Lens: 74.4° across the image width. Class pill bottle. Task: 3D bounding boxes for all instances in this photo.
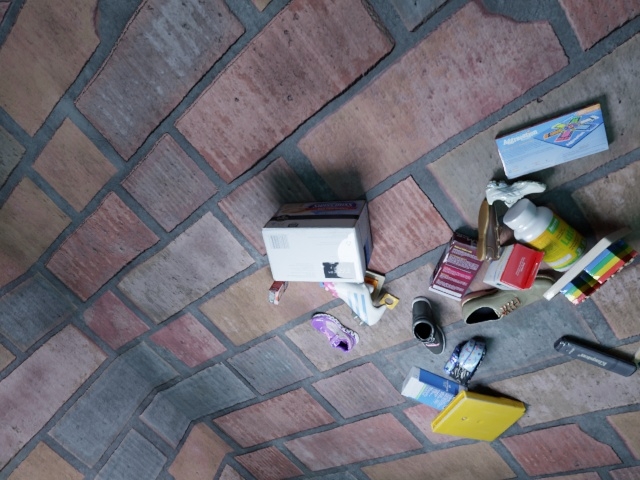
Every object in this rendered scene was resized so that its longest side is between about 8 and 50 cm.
[{"bbox_3d":[0.723,-0.023,1.363,0.246,0.136,0.136,37,125,-6],"label":"pill bottle"}]

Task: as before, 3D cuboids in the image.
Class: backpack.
[{"bbox_3d":[0.595,0.477,1.710,0.117,0.158,0.173,31,113,21],"label":"backpack"}]

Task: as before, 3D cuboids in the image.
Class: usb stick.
[{"bbox_3d":[1.035,0.439,1.590,0.278,0.045,0.077,20,139,10],"label":"usb stick"}]

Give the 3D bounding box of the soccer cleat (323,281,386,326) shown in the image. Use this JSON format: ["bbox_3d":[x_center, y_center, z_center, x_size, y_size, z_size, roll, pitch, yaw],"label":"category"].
[{"bbox_3d":[0.123,0.192,1.680,0.143,0.116,0.331,-45,92,6],"label":"soccer cleat"}]

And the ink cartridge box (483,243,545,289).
[{"bbox_3d":[0.632,0.089,1.389,0.078,0.231,0.134,23,85,5],"label":"ink cartridge box"}]

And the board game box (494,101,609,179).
[{"bbox_3d":[0.693,-0.294,1.273,0.281,0.027,0.145,-16,116,26],"label":"board game box"}]

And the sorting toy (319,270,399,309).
[{"bbox_3d":[0.156,0.199,1.746,0.348,0.047,0.196,19,125,7],"label":"sorting toy"}]

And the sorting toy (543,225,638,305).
[{"bbox_3d":[0.862,0.092,1.313,0.089,0.255,0.257,50,131,28],"label":"sorting toy"}]

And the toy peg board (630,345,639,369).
[{"bbox_3d":[1.239,0.439,1.510,0.161,0.079,0.160,11,123,12],"label":"toy peg board"}]

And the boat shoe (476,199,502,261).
[{"bbox_3d":[0.574,-0.032,1.423,0.073,0.073,0.206,2,95,-2],"label":"boat shoe"}]

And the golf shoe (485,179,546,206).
[{"bbox_3d":[0.622,-0.147,1.346,0.176,0.069,0.086,1,86,26],"label":"golf shoe"}]

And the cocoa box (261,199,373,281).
[{"bbox_3d":[0.000,0.000,1.565,0.347,0.228,0.231,-1,120,19],"label":"cocoa box"}]

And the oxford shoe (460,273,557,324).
[{"bbox_3d":[0.685,0.230,1.536,0.348,0.130,0.123,-30,108,31],"label":"oxford shoe"}]

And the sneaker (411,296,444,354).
[{"bbox_3d":[0.433,0.389,1.710,0.105,0.147,0.295,-13,117,23],"label":"sneaker"}]

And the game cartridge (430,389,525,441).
[{"bbox_3d":[0.699,0.782,1.868,0.324,0.052,0.285,15,125,-15],"label":"game cartridge"}]

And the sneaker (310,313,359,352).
[{"bbox_3d":[0.059,0.420,1.882,0.236,0.104,0.095,32,126,-1],"label":"sneaker"}]

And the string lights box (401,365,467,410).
[{"bbox_3d":[0.514,0.682,1.906,0.260,0.076,0.133,21,125,5],"label":"string lights box"}]

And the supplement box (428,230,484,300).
[{"bbox_3d":[0.504,0.097,1.550,0.130,0.073,0.239,21,125,4],"label":"supplement box"}]

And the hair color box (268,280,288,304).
[{"bbox_3d":[-0.178,0.201,1.802,0.043,0.141,0.072,13,124,11],"label":"hair color box"}]
